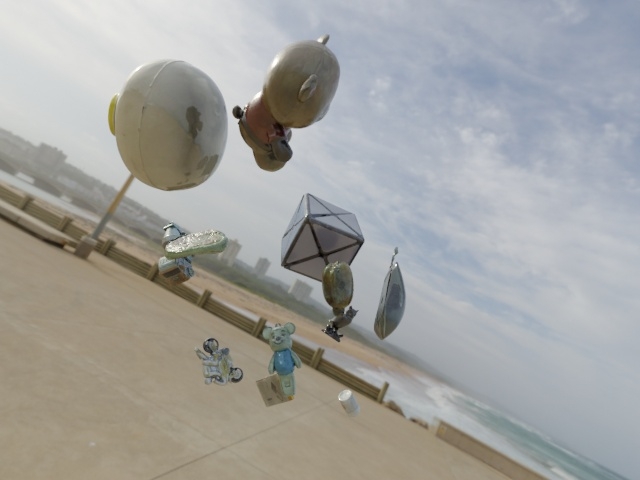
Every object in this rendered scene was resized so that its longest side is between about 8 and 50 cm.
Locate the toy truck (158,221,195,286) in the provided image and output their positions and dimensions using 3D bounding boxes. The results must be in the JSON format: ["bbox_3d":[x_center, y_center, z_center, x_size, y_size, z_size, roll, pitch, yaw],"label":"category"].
[{"bbox_3d":[-0.580,0.048,1.641,0.256,0.108,0.140,-103,168,-48],"label":"toy truck"}]

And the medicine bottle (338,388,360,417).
[{"bbox_3d":[0.107,0.610,1.538,0.057,0.057,0.089,11,-49,59],"label":"medicine bottle"}]

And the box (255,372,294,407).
[{"bbox_3d":[-0.196,0.647,1.787,0.247,0.033,0.129,-37,-105,47],"label":"box"}]

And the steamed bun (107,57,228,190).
[{"bbox_3d":[-0.431,-0.332,1.211,0.334,0.373,0.334,14,15,-4],"label":"steamed bun"}]

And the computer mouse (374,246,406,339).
[{"bbox_3d":[0.276,0.190,1.527,0.090,0.379,0.167,15,-27,1],"label":"computer mouse"}]

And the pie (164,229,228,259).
[{"bbox_3d":[-0.458,0.017,1.516,0.241,0.054,0.240,-7,20,2],"label":"pie"}]

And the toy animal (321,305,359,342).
[{"bbox_3d":[0.110,0.416,2.132,0.121,0.210,0.117,41,4,-25],"label":"toy animal"}]

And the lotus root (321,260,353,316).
[{"bbox_3d":[0.061,0.168,1.418,0.113,0.191,0.088,-4,-2,33],"label":"lotus root"}]

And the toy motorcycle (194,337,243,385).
[{"bbox_3d":[-0.425,0.514,1.677,0.228,0.151,0.074,52,-32,-5],"label":"toy motorcycle"}]

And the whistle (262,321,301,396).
[{"bbox_3d":[-0.121,0.381,1.331,0.114,0.235,0.077,-12,-25,-2],"label":"whistle"}]

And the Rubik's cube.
[{"bbox_3d":[0.000,0.000,1.666,0.255,0.259,0.260,22,26,-14],"label":"Rubik's cube"}]

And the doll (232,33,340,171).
[{"bbox_3d":[-0.084,-0.313,0.941,0.174,0.235,0.330,31,-41,-22],"label":"doll"}]
